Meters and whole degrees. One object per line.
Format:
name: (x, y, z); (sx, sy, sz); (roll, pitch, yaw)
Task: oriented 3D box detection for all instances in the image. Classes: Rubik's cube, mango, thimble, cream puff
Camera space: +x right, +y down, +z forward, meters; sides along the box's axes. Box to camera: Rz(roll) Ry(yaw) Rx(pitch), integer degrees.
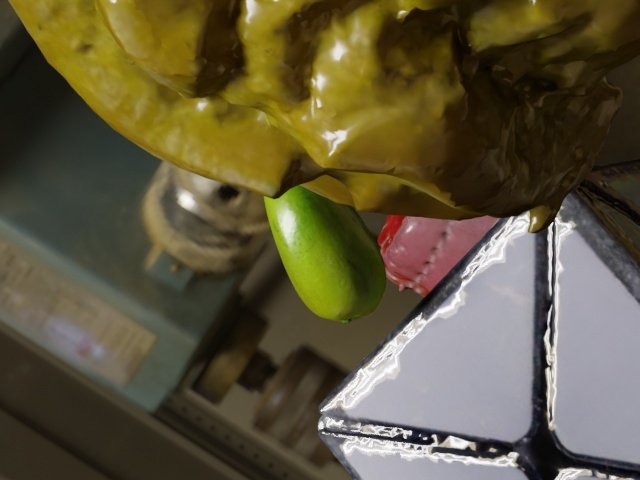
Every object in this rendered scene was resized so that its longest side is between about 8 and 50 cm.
Rubik's cube: (0.198, 0.112, 0.911); (0.255, 0.260, 0.259); (-49, -17, 26)
mango: (0.000, 0.000, 0.841); (0.056, 0.108, 0.073); (-31, -2, 9)
thimble: (0.136, -0.037, 1.136); (0.163, 0.125, 0.189); (-70, 6, -46)
cream puff: (0.041, -0.152, 0.572); (0.324, 0.257, 0.291); (-53, -14, 19)
